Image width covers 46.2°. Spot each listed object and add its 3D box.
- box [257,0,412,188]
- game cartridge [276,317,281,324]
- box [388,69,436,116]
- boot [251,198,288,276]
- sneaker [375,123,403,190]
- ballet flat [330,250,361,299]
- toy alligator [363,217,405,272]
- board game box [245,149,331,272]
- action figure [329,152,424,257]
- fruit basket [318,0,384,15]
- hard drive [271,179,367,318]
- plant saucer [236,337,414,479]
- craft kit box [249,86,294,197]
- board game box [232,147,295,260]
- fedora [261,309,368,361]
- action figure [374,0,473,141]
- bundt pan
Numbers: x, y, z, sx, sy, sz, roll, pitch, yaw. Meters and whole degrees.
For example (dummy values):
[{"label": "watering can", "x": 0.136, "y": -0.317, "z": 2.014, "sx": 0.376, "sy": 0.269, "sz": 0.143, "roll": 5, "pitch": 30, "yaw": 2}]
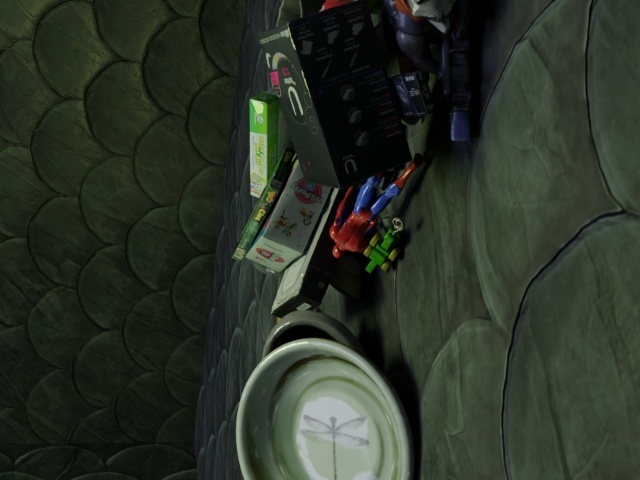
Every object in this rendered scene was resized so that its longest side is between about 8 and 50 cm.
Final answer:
[{"label": "box", "x": 0.022, "y": -0.236, "z": 1.236, "sx": 0.165, "sy": 0.143, "sz": 0.270, "roll": 20, "pitch": 131, "yaw": 68}, {"label": "game cartridge", "x": -0.093, "y": 0.407, "z": 2.110, "sx": 0.324, "sy": 0.052, "sz": 0.285, "roll": -113, "pitch": 31, "yaw": -62}, {"label": "box", "x": 0.142, "y": -0.228, "z": 1.171, "sx": 0.083, "sy": 0.018, "sz": 0.067, "roll": 15, "pitch": 128, "yaw": 64}, {"label": "boot", "x": -0.091, "y": -0.149, "z": 2.087, "sx": 0.367, "sy": 0.146, "sz": 0.445, "roll": -135, "pitch": 55, "yaw": -68}, {"label": "sneaker", "x": 0.126, "y": -0.187, "z": 1.479, "sx": 0.089, "sy": 0.051, "sz": 0.170, "roll": 165, "pitch": 105, "yaw": -68}, {"label": "ballet flat", "x": 0.045, "y": 0.060, "z": 1.668, "sx": 0.248, "sy": 0.086, "sz": 0.086, "roll": -141, "pitch": 56, "yaw": -71}, {"label": "toy alligator", "x": 0.132, "y": 0.001, "z": 1.426, "sx": 0.051, "sy": 0.056, "sz": 0.190, "roll": -47, "pitch": -9, "yaw": -36}, {"label": "board game box", "x": -0.049, "y": -0.098, "z": 1.672, "sx": 0.303, "sy": 0.097, "sz": 0.224, "roll": -68, "pitch": 9, "yaw": -18}, {"label": "action figure", "x": 0.099, "y": -0.083, "z": 1.451, "sx": 0.280, "sy": 0.091, "sz": 0.139, "roll": -58, "pitch": 6, "yaw": 34}, {"label": "fruit basket", "x": 0.054, "y": -0.480, "z": 1.462, "sx": 0.353, "sy": 0.165, "sz": 0.327, "roll": -63, "pitch": 9, "yaw": -17}, {"label": "hard drive", "x": 0.000, "y": 0.000, "z": 1.637, "sx": 0.339, "sy": 0.064, "sz": 0.237, "roll": -67, "pitch": 10, "yaw": -20}, {"label": "plant saucer", "x": 0.018, "y": 0.384, "z": 1.428, "sx": 0.400, "sy": 0.100, "sz": 0.400, "roll": -1, "pitch": 88, "yaw": 36}, {"label": "craft kit box", "x": -0.079, "y": -0.258, "z": 1.817, "sx": 0.246, "sy": 0.061, "sz": 0.250, "roll": -42, "pitch": -37, "yaw": -49}, {"label": "board game box", "x": -0.130, "y": -0.077, "z": 1.687, "sx": 0.260, "sy": 0.030, "sz": 0.136, "roll": -56, "pitch": 9, "yaw": 45}, {"label": "fedora", "x": 0.008, "y": 0.268, "z": 1.564, "sx": 0.243, "sy": 0.124, "sz": 0.275, "roll": -34, "pitch": 86, "yaw": 24}, {"label": "action figure", "x": 0.149, "y": -0.305, "z": 1.227, "sx": 0.330, "sy": 0.178, "sz": 0.341, "roll": 115, "pitch": 156, "yaw": -72}, {"label": "bundt pan", "x": -0.036, "y": -0.508, "z": 1.986, "sx": 0.331, "sy": 0.124, "sz": 0.331, "roll": -177, "pitch": 90, "yaw": -73}]
